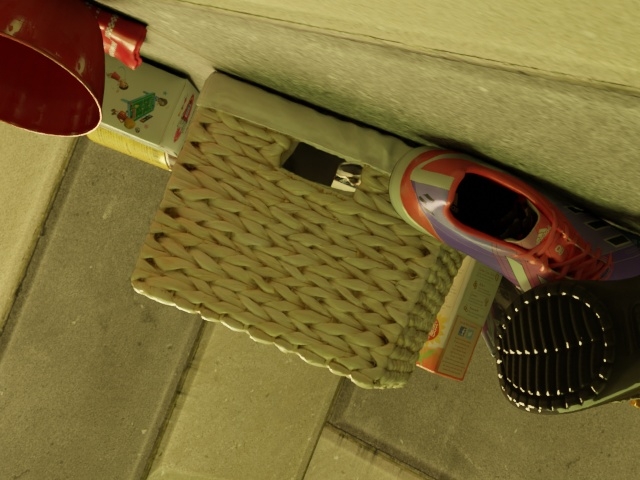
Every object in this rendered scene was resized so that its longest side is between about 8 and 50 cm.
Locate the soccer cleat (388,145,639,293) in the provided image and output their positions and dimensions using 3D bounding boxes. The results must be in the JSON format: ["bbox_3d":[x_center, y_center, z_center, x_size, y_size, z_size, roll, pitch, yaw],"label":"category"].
[{"bbox_3d":[0.220,-0.001,1.326,0.318,0.108,0.116,25,179,-23],"label":"soccer cleat"}]

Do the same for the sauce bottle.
[{"bbox_3d":[-0.319,-0.198,2.008,0.344,0.111,0.111,21,179,22],"label":"sauce bottle"}]

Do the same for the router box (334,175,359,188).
[{"bbox_3d":[0.071,-0.086,1.818,0.092,0.038,0.122,21,179,-4],"label":"router box"}]

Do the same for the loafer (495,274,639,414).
[{"bbox_3d":[0.319,0.100,1.269,0.130,0.133,0.366,11,162,-35],"label":"loafer"}]

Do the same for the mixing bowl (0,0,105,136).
[{"bbox_3d":[-0.272,-0.185,1.222,0.181,0.098,0.181,16,158,7],"label":"mixing bowl"}]

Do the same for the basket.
[{"bbox_3d":[0.000,0.000,1.534,0.328,0.266,0.331,22,178,11],"label":"basket"}]

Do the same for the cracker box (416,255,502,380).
[{"bbox_3d":[0.155,0.050,1.734,0.067,0.232,0.156,21,180,-44],"label":"cracker box"}]

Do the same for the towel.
[{"bbox_3d":[-0.307,-0.247,1.342,0.275,0.031,0.199,22,178,-10],"label":"towel"}]

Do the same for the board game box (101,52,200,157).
[{"bbox_3d":[-0.317,-0.211,1.696,0.303,0.097,0.224,23,180,-1],"label":"board game box"}]

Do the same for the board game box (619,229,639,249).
[{"bbox_3d":[0.390,0.054,1.482,0.201,0.035,0.136,21,159,7],"label":"board game box"}]

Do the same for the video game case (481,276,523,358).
[{"bbox_3d":[0.245,0.063,1.842,0.196,0.026,0.274,23,-142,-49],"label":"video game case"}]

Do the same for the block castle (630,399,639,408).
[{"bbox_3d":[0.576,0.205,1.829,0.453,0.212,0.303,21,179,2],"label":"block castle"}]
